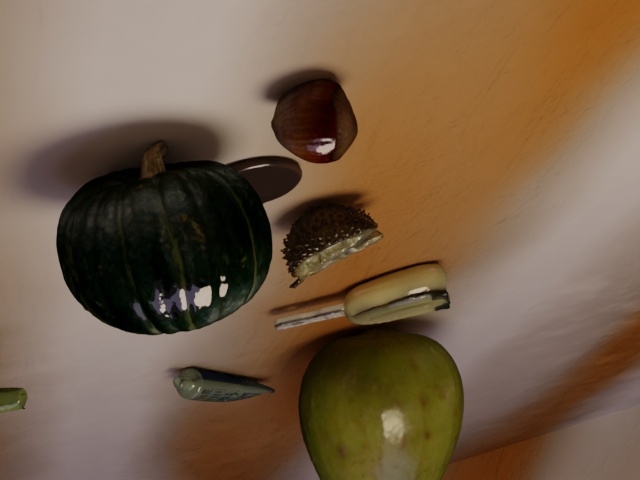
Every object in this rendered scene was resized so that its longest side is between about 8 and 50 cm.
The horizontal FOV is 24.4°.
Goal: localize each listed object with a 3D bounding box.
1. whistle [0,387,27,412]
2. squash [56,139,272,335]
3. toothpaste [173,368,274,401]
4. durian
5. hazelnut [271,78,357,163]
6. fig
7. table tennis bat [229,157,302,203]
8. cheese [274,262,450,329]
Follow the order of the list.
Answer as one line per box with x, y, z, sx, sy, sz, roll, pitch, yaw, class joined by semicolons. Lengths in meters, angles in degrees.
-0.534;0.205;1.901;0.294;0.141;0.141;-21;162;3;whistle
-0.153;0.002;1.446;0.218;0.218;0.172;-18;119;16;squash
-0.163;0.237;2.375;0.069;0.047;0.268;-38;158;14;toothpaste
0.001;-0.001;1.721;0.140;0.071;0.110;-39;156;28;durian
-0.006;-0.111;1.383;0.086;0.086;0.086;-11;162;-4;hazelnut
0.091;0.298;2.304;0.258;0.326;0.258;4;-171;-1;fig
-0.070;-0.004;1.589;0.107;0.119;0.170;-6;159;-19;table tennis bat
0.058;0.092;2.073;0.251;0.054;0.127;-13;163;4;cheese
